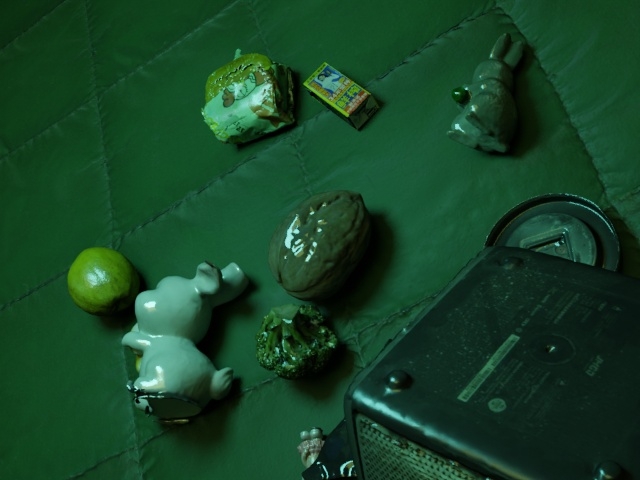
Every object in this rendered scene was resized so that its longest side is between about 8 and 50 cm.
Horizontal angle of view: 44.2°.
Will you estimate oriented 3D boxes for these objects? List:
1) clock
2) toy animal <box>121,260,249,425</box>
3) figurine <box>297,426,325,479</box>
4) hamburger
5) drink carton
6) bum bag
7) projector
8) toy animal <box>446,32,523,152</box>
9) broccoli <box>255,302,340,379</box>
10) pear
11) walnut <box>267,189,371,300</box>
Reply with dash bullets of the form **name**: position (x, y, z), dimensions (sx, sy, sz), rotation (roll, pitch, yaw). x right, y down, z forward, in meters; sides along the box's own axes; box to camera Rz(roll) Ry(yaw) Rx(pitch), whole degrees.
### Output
- **clock**: position (0.372, 0.033, 1.273), dimensions (0.226, 0.049, 0.226), rotation (-14, 61, 27)
- **toy animal**: position (-0.274, 0.185, 1.533), dimensions (0.247, 0.183, 0.310), rotation (-10, 57, 23)
- **figurine**: position (0.000, 0.384, 1.336), dimensions (0.072, 0.054, 0.129), rotation (-15, 51, 9)
- **hamburger**: position (-0.166, -0.335, 1.748), dimensions (0.214, 0.125, 0.235), rotation (-9, 76, 18)
- **drink carton**: position (0.042, -0.303, 1.647), dimensions (0.071, 0.056, 0.165), rotation (-43, 51, -3)
- **bum bag**: position (0.092, 0.302, 1.291), dimensions (0.137, 0.074, 0.310), rotation (21, 70, 41)
- **projector**: position (0.294, 0.217, 1.006), dimensions (0.405, 0.242, 0.395), rotation (19, 45, 37)
- **toy animal**: position (0.313, -0.264, 1.441), dimensions (0.236, 0.138, 0.108), rotation (-60, 7, -36)
- **broccoli**: position (-0.050, 0.178, 1.419), dimensions (0.146, 0.138, 0.162), rotation (-25, 34, -19)
- **pear**: position (-0.473, 0.093, 1.721), dimensions (0.149, 0.149, 0.162), rotation (-51, 53, 1)
- **walnut**: position (0.002, 0.001, 1.456), dimensions (0.178, 0.178, 0.230), rotation (34, 82, 39)
